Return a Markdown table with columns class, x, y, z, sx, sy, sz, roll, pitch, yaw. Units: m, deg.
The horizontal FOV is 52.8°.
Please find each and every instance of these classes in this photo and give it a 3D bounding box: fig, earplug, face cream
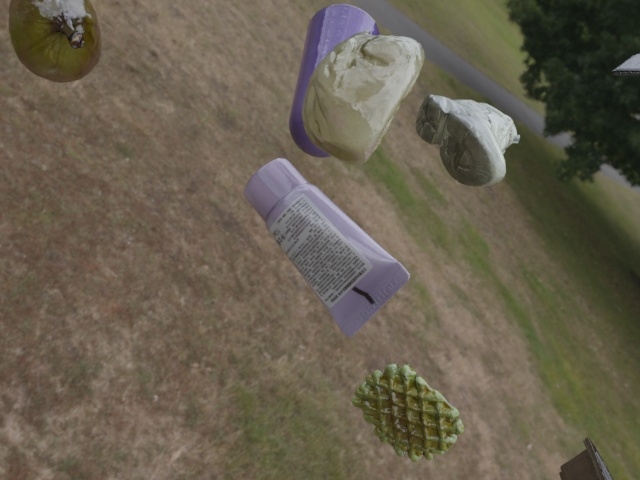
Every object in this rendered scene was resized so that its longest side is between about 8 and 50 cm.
| class | x | y | z | sx | sy | sz | roll | pitch | yaw |
| --- | --- | --- | --- | --- | --- | --- | --- | --- | --- |
| fig | -0.419 | -0.335 | 1.037 | 0.146 | 0.170 | 0.274 | -12 | 22 | -24 |
| earplug | 0.028 | -0.416 | 1.740 | 0.215 | 0.215 | 0.455 | 33 | 51 | -27 |
| face cream | 0.000 | 0.000 | 0.969 | 0.274 | 0.154 | 0.096 | 50 | 30 | 15 |

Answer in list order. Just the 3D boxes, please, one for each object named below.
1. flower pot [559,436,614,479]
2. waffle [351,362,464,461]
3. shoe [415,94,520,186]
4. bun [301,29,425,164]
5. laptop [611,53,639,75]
| class | x | y | z | sx | sy | sz | roll | pitch | yaw |
| --- | --- | --- | --- | --- | --- | --- | --- | --- | --- |
| flower pot | 0.497 | 0.480 | 1.150 | 0.178 | 0.084 | 0.251 | 62 | 16 | -1 |
| waffle | 0.145 | 0.296 | 1.100 | 0.183 | 0.169 | 0.036 | 44 | 37 | 7 |
| shoe | 0.373 | -0.237 | 1.477 | 0.211 | 0.132 | 0.342 | -2 | 34 | -16 |
| bun | 0.052 | -0.205 | 0.867 | 0.128 | 0.193 | 0.178 | 32 | 2 | 0 |
| laptop | 0.659 | -0.346 | 1.262 | 0.180 | 0.129 | 0.016 | -32 | 124 | -46 |
